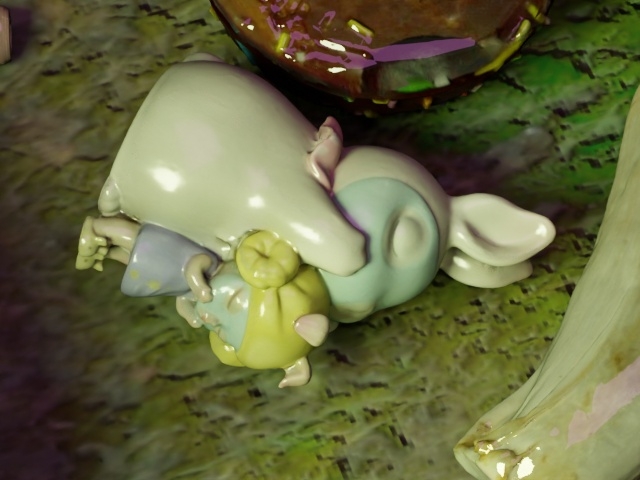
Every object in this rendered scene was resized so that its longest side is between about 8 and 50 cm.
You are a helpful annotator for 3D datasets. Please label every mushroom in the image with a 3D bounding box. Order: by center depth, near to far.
[{"bbox_3d":[0.195,0.011,1.020,0.123,0.095,0.351,19,64,26],"label":"mushroom"}]

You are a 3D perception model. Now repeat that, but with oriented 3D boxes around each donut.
[{"bbox_3d":[0.039,-0.172,1.081,0.230,0.096,0.216,-29,74,-16],"label":"donut"}]

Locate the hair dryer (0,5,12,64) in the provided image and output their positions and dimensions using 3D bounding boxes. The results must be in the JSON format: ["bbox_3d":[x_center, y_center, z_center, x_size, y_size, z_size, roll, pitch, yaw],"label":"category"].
[{"bbox_3d":[-0.216,-0.086,1.059,0.063,0.037,0.114,-1,74,-7],"label":"hair dryer"}]

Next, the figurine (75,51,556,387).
[{"bbox_3d":[0.000,0.000,0.988,0.235,0.127,0.155,25,48,3],"label":"figurine"}]
